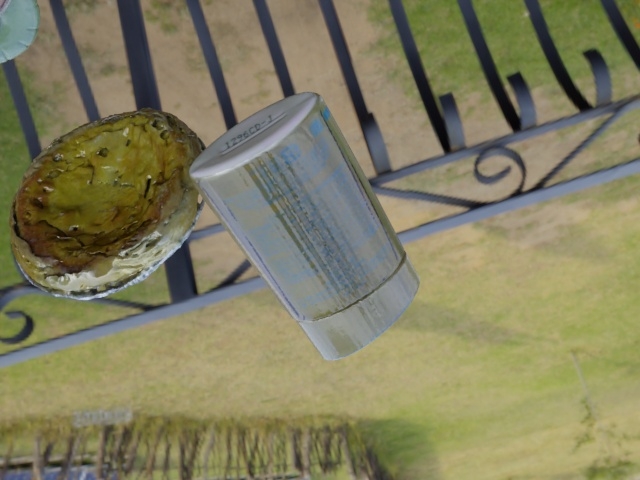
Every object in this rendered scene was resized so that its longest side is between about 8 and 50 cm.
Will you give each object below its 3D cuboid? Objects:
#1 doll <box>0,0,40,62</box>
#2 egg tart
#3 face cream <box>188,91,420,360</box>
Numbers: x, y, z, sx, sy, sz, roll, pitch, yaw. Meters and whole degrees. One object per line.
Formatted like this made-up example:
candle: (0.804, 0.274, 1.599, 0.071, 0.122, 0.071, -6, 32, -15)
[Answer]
doll: (-0.459, -0.357, 0.913, 0.268, 0.216, 0.284, 1, 117, -42)
egg tart: (-0.217, -0.035, 0.819, 0.234, 0.234, 0.094, -18, 143, 5)
face cream: (0.000, 0.000, 0.763, 0.139, 0.067, 0.285, -31, 127, 2)
